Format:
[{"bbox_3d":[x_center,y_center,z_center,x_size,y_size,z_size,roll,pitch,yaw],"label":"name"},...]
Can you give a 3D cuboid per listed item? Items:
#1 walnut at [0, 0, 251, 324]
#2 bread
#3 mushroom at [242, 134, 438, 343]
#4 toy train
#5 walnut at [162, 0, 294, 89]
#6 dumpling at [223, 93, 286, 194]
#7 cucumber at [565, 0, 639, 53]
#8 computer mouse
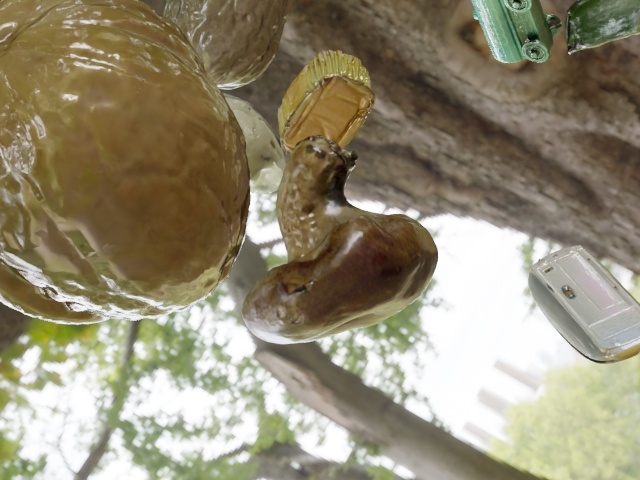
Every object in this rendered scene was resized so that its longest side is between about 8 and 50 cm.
[{"bbox_3d":[-0.209,-0.067,0.997,0.332,0.333,0.333,-56,-13,-21],"label":"walnut"},{"bbox_3d":[0.008,-0.236,1.884,0.190,0.132,0.114,-48,30,32],"label":"bread"},{"bbox_3d":[0.020,0.031,1.420,0.267,0.267,0.254,103,162,-51],"label":"mushroom"},{"bbox_3d":[0.372,-0.445,2.111,0.248,0.159,0.101,57,-132,-46],"label":"toy train"},{"bbox_3d":[-0.121,-0.316,1.473,0.230,0.178,0.178,-61,-12,9],"label":"walnut"},{"bbox_3d":[-0.229,-0.210,2.355,0.243,0.318,0.187,-23,46,53],"label":"dumpling"},{"bbox_3d":[0.550,-0.402,1.769,0.105,0.326,0.145,-6,-99,-67],"label":"cucumber"},{"bbox_3d":[0.331,0.081,1.309,0.102,0.199,0.044,-24,-49,-8],"label":"computer mouse"}]
